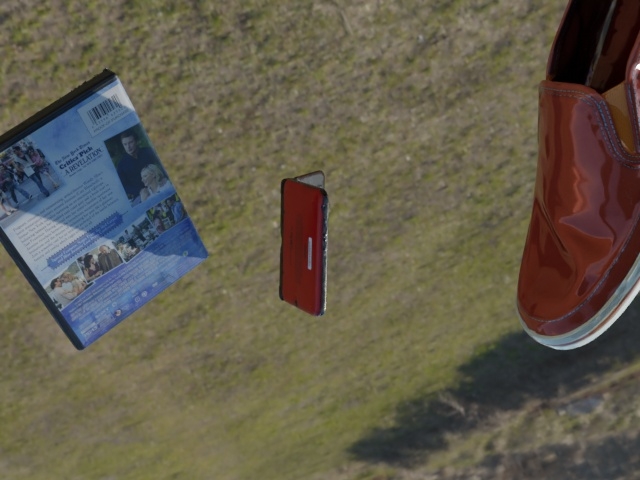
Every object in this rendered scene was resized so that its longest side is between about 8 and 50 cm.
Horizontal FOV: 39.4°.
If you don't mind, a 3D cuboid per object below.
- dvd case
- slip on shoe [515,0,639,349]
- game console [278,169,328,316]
[{"bbox_3d":[-0.234,-0.024,0.919,0.180,0.022,0.253,-37,132,-19],"label":"dvd case"},{"bbox_3d":[0.200,-0.083,0.656,0.101,0.331,0.123,12,-173,-29],"label":"slip on shoe"},{"bbox_3d":[0.000,0.000,1.021,0.085,0.144,0.124,-8,-164,-32],"label":"game console"}]
